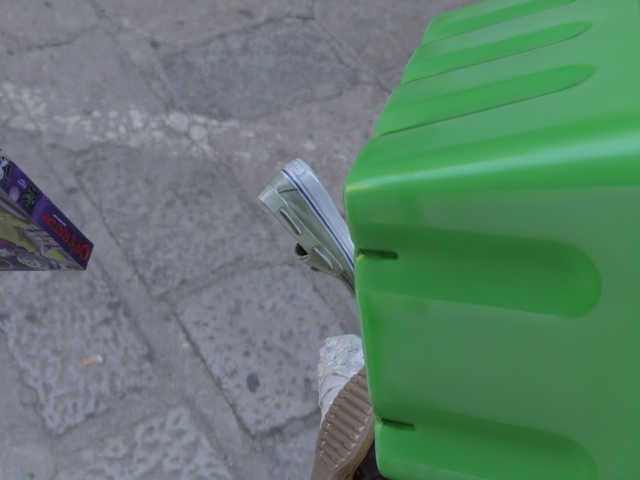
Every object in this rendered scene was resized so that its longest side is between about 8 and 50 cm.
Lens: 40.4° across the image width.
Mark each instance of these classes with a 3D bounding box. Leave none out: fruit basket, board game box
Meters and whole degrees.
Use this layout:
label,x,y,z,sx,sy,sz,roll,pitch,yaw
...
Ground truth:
label,x,y,z,sx,sy,sz,roll,pitch,yaw
fruit basket,0.226,-0.001,0.475,0.392,0.282,0.392,-6,27,3
board game box,-0.453,-0.059,1.065,0.208,0.347,0.056,3,62,19

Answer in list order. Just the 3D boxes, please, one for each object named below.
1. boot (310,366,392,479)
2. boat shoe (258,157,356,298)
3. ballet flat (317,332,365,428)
label,x,y,z,sx,sy,sz,roll,pitch,yaw
boot,0.095,0.262,0.956,0.207,0.248,0.090,16,10,-23
boat shoe,0.000,0.000,1.394,0.094,0.302,0.109,-36,34,-3
ballet flat,0.079,0.327,1.386,0.147,0.147,0.409,-18,65,-21
